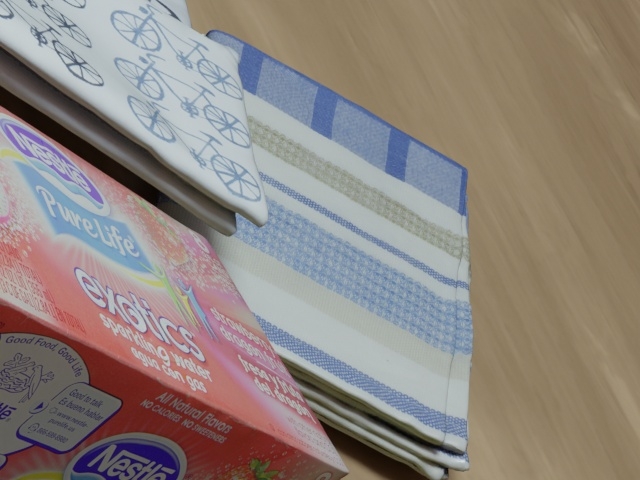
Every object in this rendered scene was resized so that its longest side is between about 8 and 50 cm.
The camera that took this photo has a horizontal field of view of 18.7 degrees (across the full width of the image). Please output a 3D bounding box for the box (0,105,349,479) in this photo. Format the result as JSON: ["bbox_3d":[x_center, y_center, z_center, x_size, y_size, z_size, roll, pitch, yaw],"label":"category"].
[{"bbox_3d":[-0.136,0.045,0.714,0.142,0.154,0.300,57,12,30],"label":"box"}]

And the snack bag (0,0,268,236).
[{"bbox_3d":[-0.171,-0.172,1.051,0.323,0.037,0.342,35,20,-26],"label":"snack bag"}]

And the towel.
[{"bbox_3d":[0.000,0.000,1.131,0.209,0.034,0.285,29,33,-15],"label":"towel"}]
